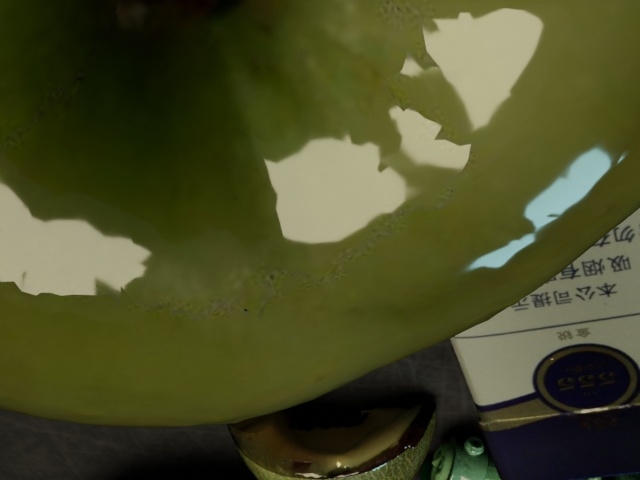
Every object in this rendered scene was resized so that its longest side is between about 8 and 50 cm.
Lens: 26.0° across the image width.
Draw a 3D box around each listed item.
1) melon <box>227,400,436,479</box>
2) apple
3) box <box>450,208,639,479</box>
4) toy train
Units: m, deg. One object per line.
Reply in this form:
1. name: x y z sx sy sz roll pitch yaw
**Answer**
1. melon: 0.012 0.175 1.040 0.160 0.079 0.128 -4 136 11
2. apple: -0.058 -0.177 0.496 0.474 0.473 0.473 4 133 4
3. box: 0.170 0.054 0.912 0.168 0.071 0.259 -10 129 17
4. toy train: 0.157 0.202 1.052 0.178 0.071 0.104 12 125 -5
